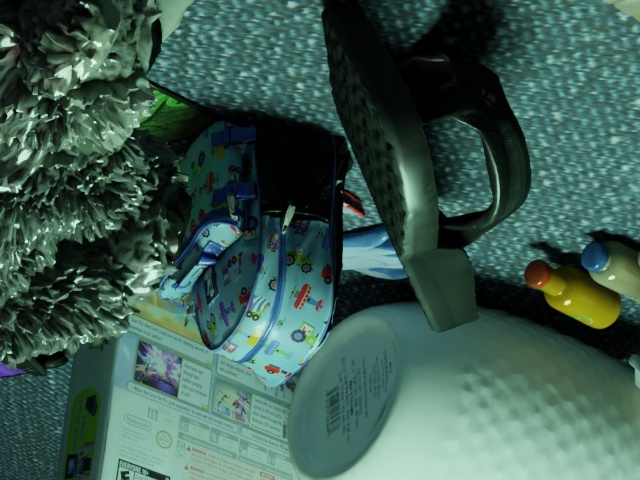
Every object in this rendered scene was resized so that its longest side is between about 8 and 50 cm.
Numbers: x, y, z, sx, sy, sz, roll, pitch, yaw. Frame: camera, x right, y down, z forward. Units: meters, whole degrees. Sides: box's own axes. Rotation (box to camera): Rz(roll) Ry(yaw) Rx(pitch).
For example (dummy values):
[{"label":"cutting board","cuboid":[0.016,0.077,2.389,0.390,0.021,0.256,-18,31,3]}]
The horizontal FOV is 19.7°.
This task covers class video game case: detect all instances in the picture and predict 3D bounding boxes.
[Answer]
[{"label":"video game case","cuboid":[-0.116,0.150,1.686,0.061,0.244,0.269,-10,155,37]}]

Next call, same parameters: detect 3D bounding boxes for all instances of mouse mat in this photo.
[{"label":"mouse mat","cuboid":[-0.187,-0.093,1.397,0.189,0.007,0.152,-16,151,41]}]

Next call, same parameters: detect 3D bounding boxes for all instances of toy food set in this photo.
[{"label":"toy food set","cuboid":[0.278,0.067,1.516,0.104,0.111,0.232,24,-164,-41]}]

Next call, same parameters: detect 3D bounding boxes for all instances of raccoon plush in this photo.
[{"label":"raccoon plush","cuboid":[-0.241,-0.016,1.108,0.216,0.446,0.299,34,165,16]}]

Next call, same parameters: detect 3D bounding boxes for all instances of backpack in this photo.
[{"label":"backpack","cuboid":[-0.052,0.017,1.398,0.117,0.173,0.158,11,152,-24]}]

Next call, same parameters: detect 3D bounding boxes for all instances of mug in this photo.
[{"label":"mug","cuboid":[0.141,0.240,1.691,0.328,0.374,0.276,26,147,-30]}]

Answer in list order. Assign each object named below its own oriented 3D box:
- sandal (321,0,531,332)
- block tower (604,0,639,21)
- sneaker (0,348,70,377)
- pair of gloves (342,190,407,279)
[{"label":"sandal","cuboid":[0.081,-0.058,1.271,0.107,0.167,0.446,-23,164,2]},{"label":"block tower","cuboid":[0.262,-0.145,1.038,0.335,0.097,0.091,25,152,-38]},{"label":"sneaker","cuboid":[-0.318,0.101,1.804,0.146,0.102,0.293,12,158,-19]},{"label":"pair of gloves","cuboid":[0.000,0.000,1.577,0.159,0.023,0.198,-11,154,36]}]
